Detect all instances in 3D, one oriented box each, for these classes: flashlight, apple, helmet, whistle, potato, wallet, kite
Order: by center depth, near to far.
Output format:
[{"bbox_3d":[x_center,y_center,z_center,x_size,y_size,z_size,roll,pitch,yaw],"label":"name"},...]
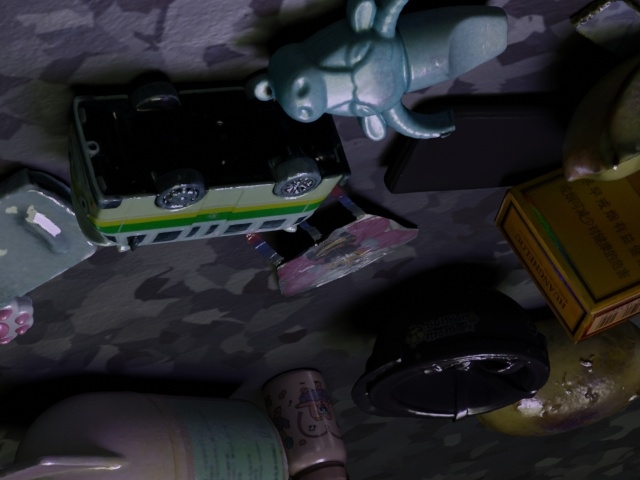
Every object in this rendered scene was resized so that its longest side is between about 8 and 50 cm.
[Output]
[{"bbox_3d":[0.062,-0.184,1.570,0.274,0.093,0.186,-16,126,-11],"label":"whistle"},{"bbox_3d":[-0.434,0.079,1.689,0.404,0.188,0.168,-50,135,-10],"label":"whistle"},{"bbox_3d":[0.369,-0.151,1.768,0.265,0.120,0.193,-26,180,-24],"label":"apple"},{"bbox_3d":[0.205,-0.115,1.831,0.250,0.044,0.149,-5,145,-24],"label":"wallet"},{"bbox_3d":[-0.443,0.103,1.838,0.200,0.047,0.093,-9,150,-17],"label":"flashlight"},{"bbox_3d":[0.001,0.003,1.892,0.204,0.022,0.360,-27,161,10],"label":"kite"},{"bbox_3d":[0.179,0.148,2.165,0.279,0.160,0.230,-8,154,13],"label":"helmet"},{"bbox_3d":[0.364,0.206,2.366,0.308,0.173,0.210,-13,150,-4],"label":"potato"}]

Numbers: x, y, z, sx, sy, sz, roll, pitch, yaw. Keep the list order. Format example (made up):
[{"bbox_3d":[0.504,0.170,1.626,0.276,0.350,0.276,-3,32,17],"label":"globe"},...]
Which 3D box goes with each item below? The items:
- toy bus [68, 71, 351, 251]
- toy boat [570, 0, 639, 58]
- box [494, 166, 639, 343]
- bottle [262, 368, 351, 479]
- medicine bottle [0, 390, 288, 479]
[{"bbox_3d":[-0.128,-0.074,1.607,0.276,0.133,0.164,-7,154,-24],"label":"toy bus"},{"bbox_3d":[0.330,-0.238,1.706,0.063,0.016,0.115,-33,149,26],"label":"toy boat"},{"bbox_3d":[0.393,-0.021,1.888,0.302,0.192,0.084,-22,156,-20],"label":"box"},{"bbox_3d":[-0.021,0.304,2.275,0.110,0.209,0.097,-22,152,9],"label":"bottle"},{"bbox_3d":[-0.271,0.328,2.143,0.406,0.235,0.236,7,143,-41],"label":"medicine bottle"}]
